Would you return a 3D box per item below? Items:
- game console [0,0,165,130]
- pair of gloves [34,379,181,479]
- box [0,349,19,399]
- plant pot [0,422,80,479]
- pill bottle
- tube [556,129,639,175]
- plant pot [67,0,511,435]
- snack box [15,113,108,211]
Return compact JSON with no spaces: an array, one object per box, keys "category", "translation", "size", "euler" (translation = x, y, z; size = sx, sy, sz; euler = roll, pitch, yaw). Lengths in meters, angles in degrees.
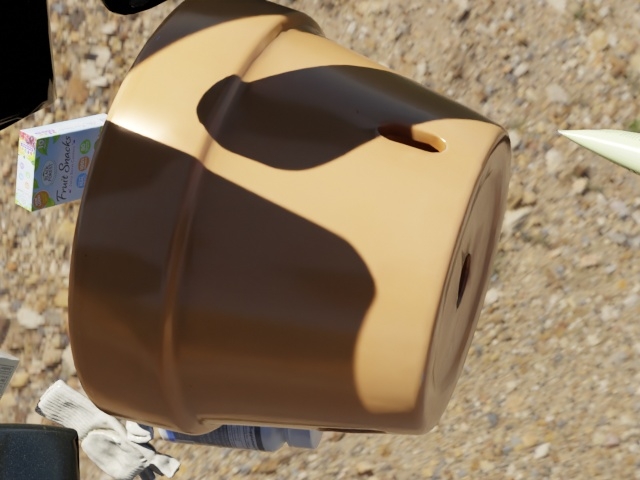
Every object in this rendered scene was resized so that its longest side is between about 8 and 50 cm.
[{"category":"game console","translation":[-0.089,-0.146,0.537],"size":[0.361,0.213,0.044],"euler":[-32,79,-18]},{"category":"pair of gloves","translation":[-0.234,0.231,1.516],"size":[0.204,0.240,0.042],"euler":[43,37,-21]},{"category":"box","translation":[-0.528,0.259,1.501],"size":[0.121,0.148,0.311],"euler":[26,86,21]},{"category":"plant pot","translation":[-0.371,0.286,1.223],"size":[0.188,0.167,0.187],"euler":[-20,61,20]},{"category":"pill bottle","translation":[-0.067,0.143,1.032],"size":[0.137,0.078,0.078],"euler":[3,69,13]},{"category":"tube","translation":[0.379,-0.082,1.282],"size":[0.240,0.070,0.062],"euler":[25,67,31]},{"category":"plant pot","translation":[0.000,0.000,0.762],"size":[0.203,0.291,0.291],"euler":[14,67,15]},{"category":"snack box","translation":[-0.321,-0.101,1.515],"size":[0.037,0.100,0.141],"euler":[25,28,32]}]
